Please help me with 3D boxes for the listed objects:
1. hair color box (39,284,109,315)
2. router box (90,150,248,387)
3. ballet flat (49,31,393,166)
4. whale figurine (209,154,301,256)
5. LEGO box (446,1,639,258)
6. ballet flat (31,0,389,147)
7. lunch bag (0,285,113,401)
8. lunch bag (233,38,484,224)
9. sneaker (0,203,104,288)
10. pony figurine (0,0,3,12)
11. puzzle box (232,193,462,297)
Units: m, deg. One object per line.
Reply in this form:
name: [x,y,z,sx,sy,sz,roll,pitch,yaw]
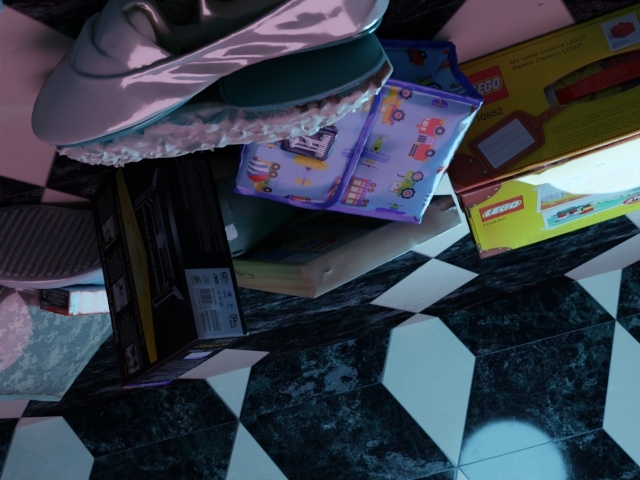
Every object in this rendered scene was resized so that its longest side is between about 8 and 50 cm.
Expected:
hair color box: [-0.374,0.093,1.433,0.072,0.043,0.141,9,-176,35]
router box: [-0.224,0.029,1.253,0.081,0.308,0.243,0,158,-37]
ballet flat: [-0.114,-0.161,1.015,0.409,0.146,0.147,-7,165,11]
whale figurine: [-0.095,-0.056,1.379,0.272,0.141,0.216,-11,162,-7]
LEGO box: [0.437,-0.173,1.362,0.501,0.193,0.372,-18,161,9]
ballet flat: [-0.128,-0.223,0.897,0.401,0.139,0.139,-20,163,2]
lunch bag: [-0.512,0.146,1.509,0.235,0.169,0.287,-51,157,8]
lunch bag: [0.024,-0.152,1.157,0.293,0.138,0.221,3,135,-21]
sneaker: [-0.394,0.026,1.402,0.366,0.135,0.150,-3,156,-32]
pony figurine: [-0.301,-0.244,0.486,0.364,0.302,0.351,-17,-165,-4]
puzzle box: [0.000,0.000,1.413,0.272,0.052,0.409,-25,-168,-26]
